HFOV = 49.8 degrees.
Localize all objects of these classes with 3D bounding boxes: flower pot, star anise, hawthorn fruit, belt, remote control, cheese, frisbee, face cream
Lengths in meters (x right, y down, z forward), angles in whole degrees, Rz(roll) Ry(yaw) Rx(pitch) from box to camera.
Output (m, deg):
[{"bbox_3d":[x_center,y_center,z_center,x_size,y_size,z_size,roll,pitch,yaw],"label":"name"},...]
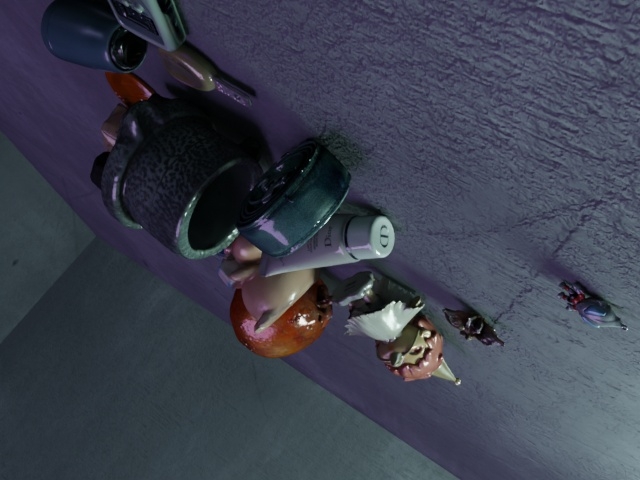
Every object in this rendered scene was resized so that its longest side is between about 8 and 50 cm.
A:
[{"bbox_3d":[-0.289,-0.143,1.358,0.283,0.299,0.299,34,162,23],"label":"flower pot"},{"bbox_3d":[0.314,0.179,1.374,0.129,0.056,0.124,26,171,39],"label":"star anise"},{"bbox_3d":[-0.079,0.172,1.819,0.308,0.276,0.276,-7,137,37],"label":"hawthorn fruit"},{"bbox_3d":[-0.052,-0.070,1.206,0.116,0.206,0.267,42,171,-17],"label":"belt"},{"bbox_3d":[-0.297,-0.415,1.050,0.140,0.056,0.296,30,162,17],"label":"remote control"},{"bbox_3d":[-0.200,-0.288,1.214,0.192,0.037,0.097,31,163,15],"label":"cheese"},{"bbox_3d":[-0.414,-0.313,1.558,0.192,0.035,0.192,32,162,12],"label":"frisbee"},{"bbox_3d":[0.000,0.000,1.362,0.314,0.143,0.089,-4,165,42],"label":"face cream"}]

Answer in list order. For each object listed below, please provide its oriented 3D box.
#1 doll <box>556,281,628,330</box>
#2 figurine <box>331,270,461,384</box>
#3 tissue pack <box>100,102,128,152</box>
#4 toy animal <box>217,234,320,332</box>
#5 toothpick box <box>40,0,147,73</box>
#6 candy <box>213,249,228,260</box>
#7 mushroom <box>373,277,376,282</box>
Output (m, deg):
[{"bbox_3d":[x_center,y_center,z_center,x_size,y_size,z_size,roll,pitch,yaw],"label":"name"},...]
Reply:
[{"bbox_3d":[0.411,0.104,1.044,0.114,0.039,0.057,36,122,32],"label":"doll"},{"bbox_3d":[0.179,0.227,1.562,0.207,0.166,0.387,-28,117,27],"label":"figurine"},{"bbox_3d":[-0.379,-0.187,1.619,0.257,0.123,0.215,28,163,-6],"label":"tissue pack"},{"bbox_3d":[-0.122,0.045,1.550,0.256,0.213,0.195,57,163,5],"label":"toy animal"},{"bbox_3d":[-0.411,-0.373,1.269,0.184,0.120,0.120,23,158,27],"label":"toothpick box"},{"bbox_3d":[-0.239,0.013,1.943,0.062,0.097,0.194,43,162,-29],"label":"candy"},{"bbox_3d":[0.133,0.114,1.616,0.049,0.019,0.101,18,155,44],"label":"mushroom"}]
